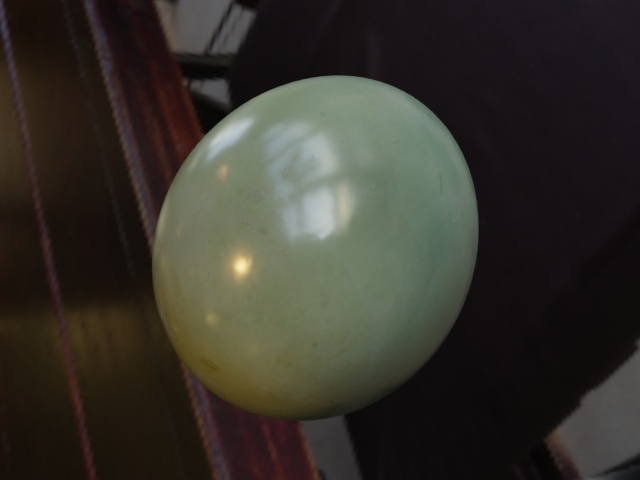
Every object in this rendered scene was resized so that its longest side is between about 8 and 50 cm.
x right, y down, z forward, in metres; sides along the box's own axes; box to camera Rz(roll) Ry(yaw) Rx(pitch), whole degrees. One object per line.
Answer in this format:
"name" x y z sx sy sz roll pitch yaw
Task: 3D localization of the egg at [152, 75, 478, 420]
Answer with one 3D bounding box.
"egg" 0.000 0.000 0.616 0.149 0.149 0.192 -46 12 42
